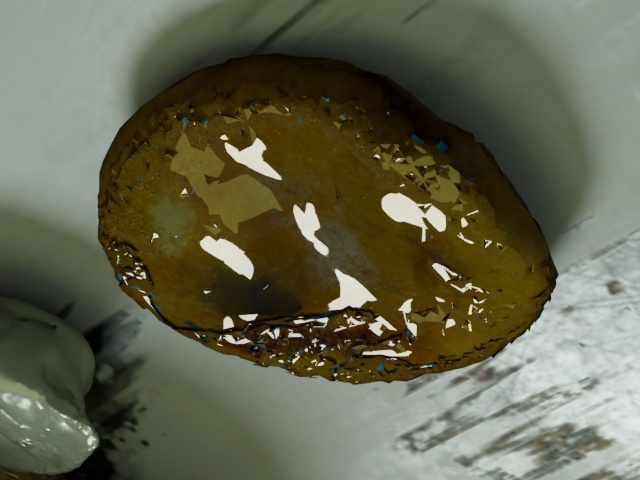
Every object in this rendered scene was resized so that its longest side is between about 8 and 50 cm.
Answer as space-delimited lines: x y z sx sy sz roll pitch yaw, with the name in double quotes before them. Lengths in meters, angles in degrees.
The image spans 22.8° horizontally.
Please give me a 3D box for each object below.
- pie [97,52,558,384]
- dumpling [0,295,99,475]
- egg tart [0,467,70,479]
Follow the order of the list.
"pie" 0.001 -0.001 0.917 0.273 0.069 0.273 12 137 12
"dumpling" -0.219 0.098 1.082 0.177 0.092 0.150 16 134 6
"egg tart" -0.234 0.197 1.219 0.130 0.052 0.130 11 138 10
